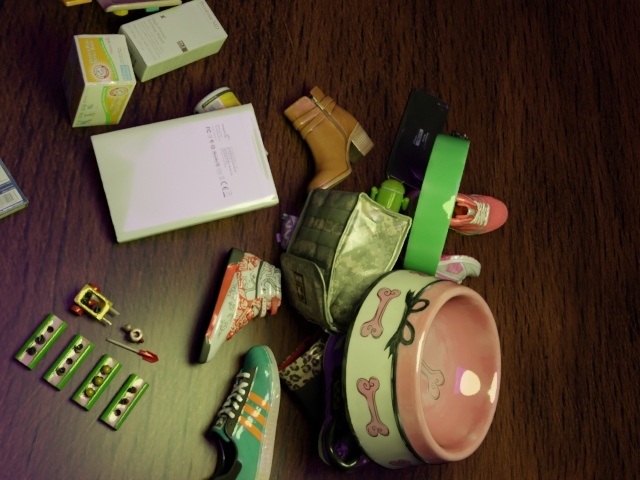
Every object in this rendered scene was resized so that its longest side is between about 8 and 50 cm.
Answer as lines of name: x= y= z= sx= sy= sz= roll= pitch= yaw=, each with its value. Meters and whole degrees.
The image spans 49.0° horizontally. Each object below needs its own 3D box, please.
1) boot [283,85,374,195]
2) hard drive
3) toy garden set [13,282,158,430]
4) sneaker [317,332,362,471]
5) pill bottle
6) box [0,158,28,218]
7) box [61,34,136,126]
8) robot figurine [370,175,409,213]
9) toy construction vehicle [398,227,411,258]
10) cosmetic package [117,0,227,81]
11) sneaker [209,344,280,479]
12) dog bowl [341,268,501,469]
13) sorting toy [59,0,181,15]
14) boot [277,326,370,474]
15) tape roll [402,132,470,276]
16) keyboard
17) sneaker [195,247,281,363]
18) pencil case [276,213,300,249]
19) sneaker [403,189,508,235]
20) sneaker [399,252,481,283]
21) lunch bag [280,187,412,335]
boot: x=-0.006 y=-0.245 z=1.730 sx=0.220 sy=0.109 sz=0.283 roll=46 pitch=57 yaw=-8
hard drive: x=-0.291 y=-0.149 z=1.526 sx=0.352 sy=0.047 sz=0.233 roll=-15 pitch=86 yaw=-15
toy garden set: x=-0.438 y=0.220 z=1.391 sx=0.244 sy=0.049 sz=0.204 roll=39 pitch=60 yaw=-11
sneaker: x=0.061 y=0.323 z=1.422 sx=0.102 sy=0.146 sz=0.294 roll=4 pitch=85 yaw=-9
pill bottle: x=-0.205 y=-0.256 z=1.638 sx=0.103 sy=0.103 sz=0.184 roll=-36 pitch=92 yaw=-31
box: x=-0.700 y=-0.137 z=1.385 sx=0.136 sy=0.036 sz=0.225 roll=-32 pitch=91 yaw=-32
box: x=-0.467 y=-0.331 z=1.470 sx=0.103 sy=0.203 sz=0.114 roll=-10 pitch=78 yaw=-29
robot figurine: x=0.174 y=-0.104 z=1.789 sx=0.101 sy=0.067 sz=0.115 roll=18 pitch=89 yaw=10
toy construction vehicle: x=0.219 y=0.008 z=1.804 sx=0.098 sy=0.035 sz=0.086 roll=17 pitch=66 yaw=-21
cosmetic package: x=-0.348 y=-0.474 z=1.650 sx=0.231 sy=0.085 sz=0.117 roll=-34 pitch=91 yaw=-30
sneaker: x=-0.161 y=0.362 z=1.450 sx=0.120 sy=0.108 sz=0.303 roll=13 pitch=69 yaw=-27
dog bowl: x=0.223 y=0.260 z=1.407 sx=0.407 sy=0.150 sz=0.409 roll=4 pitch=85 yaw=-50
sorting toy: x=-0.442 y=-0.567 z=1.620 sx=0.347 sy=0.047 sz=0.196 roll=-17 pitch=48 yaw=-30
boot: x=0.102 y=0.299 z=1.592 sx=0.377 sy=0.138 sz=0.284 roll=-39 pitch=93 yaw=-23
tape roll: x=0.260 y=-0.076 z=1.580 sx=0.077 sy=0.321 sz=0.322 roll=14 pitch=64 yaw=9
keyboard: x=0.301 y=-0.261 z=1.940 sx=0.201 sy=0.033 sz=0.317 roll=26 pitch=64 yaw=-12
sneaker: x=-0.168 y=0.157 z=1.526 sx=0.144 sy=0.090 sz=0.270 roll=23 pitch=62 yaw=-16
pencil case: x=0.000 y=0.000 z=1.665 sx=0.206 sy=0.088 sz=0.087 roll=13 pitch=57 yaw=-21
sneaker: x=0.378 y=-0.067 z=1.839 sx=0.313 sy=0.136 sz=0.116 roll=3 pitch=94 yaw=-23
sneaker: x=0.304 y=0.090 z=1.790 sx=0.252 sy=0.103 sz=0.111 roll=3 pitch=89 yaw=-31
lunch bag: x=0.029 y=0.045 z=1.505 sx=0.168 sy=0.235 sz=0.287 roll=24 pitch=87 yaw=-25
